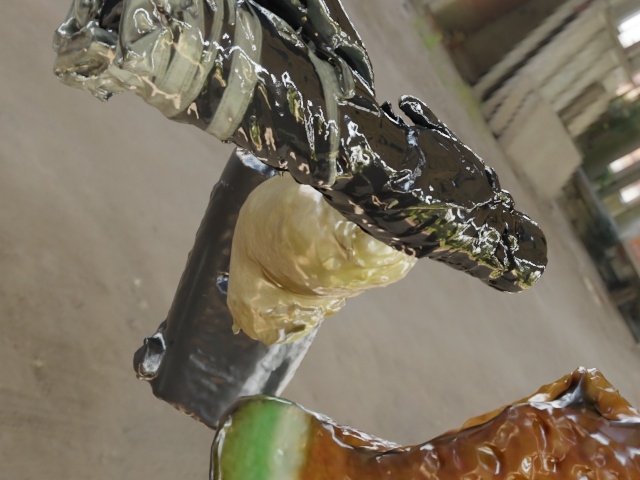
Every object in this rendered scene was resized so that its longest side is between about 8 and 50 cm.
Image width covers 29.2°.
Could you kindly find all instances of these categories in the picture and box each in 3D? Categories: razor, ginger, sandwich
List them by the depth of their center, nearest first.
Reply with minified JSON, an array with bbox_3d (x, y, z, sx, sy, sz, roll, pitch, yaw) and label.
[{"bbox_3d":[0.096,0.164,0.615,0.162,0.301,0.250,2,68,-62],"label":"sandwich"},{"bbox_3d":[0.000,0.000,1.073,0.138,0.267,0.152,-2,70,-26],"label":"ginger"},{"bbox_3d":[-0.083,0.061,1.443,0.189,0.327,0.107,27,7,13],"label":"razor"}]

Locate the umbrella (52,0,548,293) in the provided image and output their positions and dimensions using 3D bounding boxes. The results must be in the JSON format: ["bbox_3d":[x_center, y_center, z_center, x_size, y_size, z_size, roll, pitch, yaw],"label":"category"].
[{"bbox_3d":[0.010,-0.068,0.738,0.358,0.113,0.106,29,64,-33],"label":"umbrella"}]
